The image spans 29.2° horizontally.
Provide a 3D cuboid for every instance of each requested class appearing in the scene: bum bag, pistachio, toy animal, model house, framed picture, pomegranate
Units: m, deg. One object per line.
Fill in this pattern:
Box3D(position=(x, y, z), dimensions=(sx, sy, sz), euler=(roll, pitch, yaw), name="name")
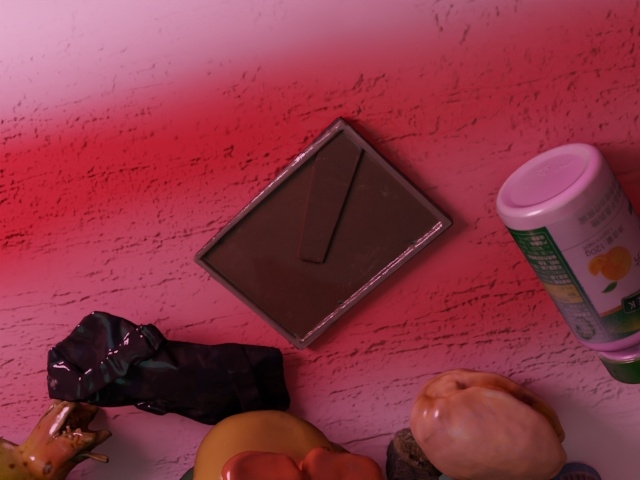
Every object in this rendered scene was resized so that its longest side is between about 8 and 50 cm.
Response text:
Box3D(position=(-0.177, 0.163, 1.499), dimensions=(0.310, 0.074, 0.137), euler=(12, 121, -21), name="bum bag")
Box3D(position=(0.203, 0.232, 1.506), dimensions=(0.200, 0.117, 0.145), euler=(22, 118, -17), name="pistachio")
Box3D(position=(-0.074, 0.308, 1.484), dimensions=(0.216, 0.191, 0.338), euler=(3, 154, -22), name="toy animal")
Box3D(position=(0.125, 0.292, 1.558), dimensions=(0.078, 0.083, 0.066), euler=(26, 114, -11), name="model house")
Box3D(position=(0.000, 0.000, 1.439), dimensions=(0.189, 0.023, 0.260), euler=(41, 112, -18), name="framed picture")
Box3D(position=(-0.376, 0.340, 1.537), dimensions=(0.286, 0.231, 0.231), euler=(-25, 116, -7), name="pomegranate")

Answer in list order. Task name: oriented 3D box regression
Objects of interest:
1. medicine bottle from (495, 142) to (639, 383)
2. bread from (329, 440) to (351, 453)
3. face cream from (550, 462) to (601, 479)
Box3D(position=(0.316, 0.033, 1.387), dimensions=(0.133, 0.133, 0.274), euler=(-28, 115, 15), name="medicine bottle")
Box3D(position=(0.050, 0.323, 1.533), dimensions=(0.065, 0.187, 0.149), euler=(-38, 105, -21), name="bread")
Box3D(position=(0.329, 0.373, 1.512), dimensions=(0.075, 0.229, 0.075), euler=(1, 118, 2), name="face cream")
